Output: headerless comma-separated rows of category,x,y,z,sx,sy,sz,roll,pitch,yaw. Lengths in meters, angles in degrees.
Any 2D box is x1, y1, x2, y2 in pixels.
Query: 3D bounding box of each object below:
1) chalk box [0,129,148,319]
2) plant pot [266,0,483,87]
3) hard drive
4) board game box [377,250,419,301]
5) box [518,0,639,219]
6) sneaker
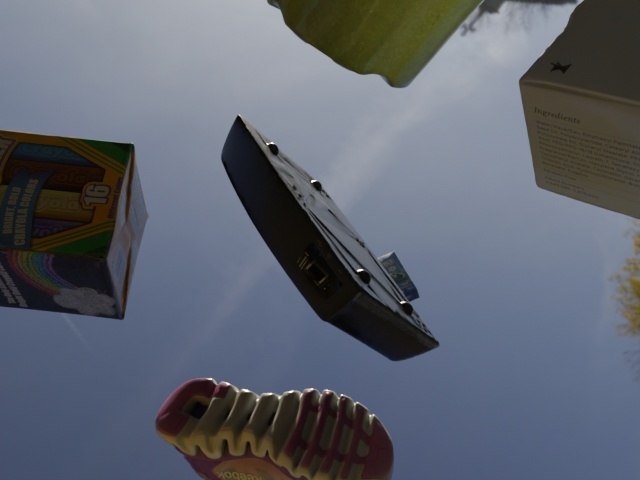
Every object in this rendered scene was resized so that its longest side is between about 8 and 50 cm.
chalk box,-0.394,-0.024,0.962,0.289,0.180,0.179,7,-121,-3
plant pot,0.082,-0.304,0.727,0.276,0.253,0.276,26,-152,-15
hard drive,0.000,0.000,0.697,0.172,0.054,0.254,36,-165,-50
board game box,0.071,0.060,0.957,0.090,0.090,0.020,-116,3,-56
box,0.277,-0.113,0.543,0.182,0.119,0.181,25,-116,39
sneaker,-0.040,0.205,0.709,0.237,0.104,0.095,5,-144,22
